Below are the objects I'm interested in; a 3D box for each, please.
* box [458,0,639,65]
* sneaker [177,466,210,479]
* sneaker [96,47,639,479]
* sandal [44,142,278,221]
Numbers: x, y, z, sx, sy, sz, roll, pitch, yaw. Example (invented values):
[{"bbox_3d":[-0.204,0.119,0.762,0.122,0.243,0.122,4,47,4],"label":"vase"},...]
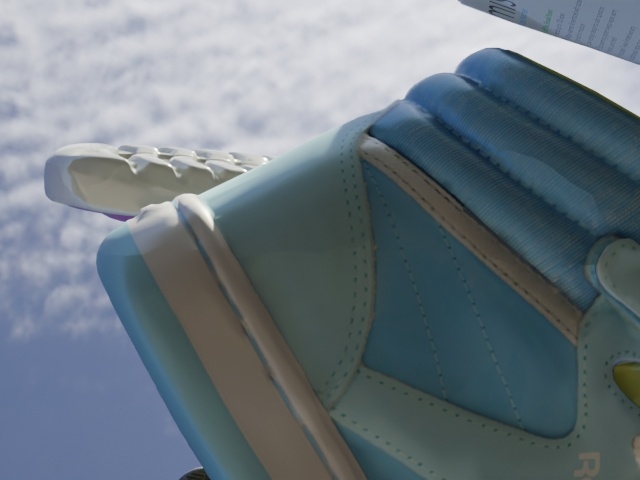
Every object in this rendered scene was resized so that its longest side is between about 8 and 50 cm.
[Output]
[{"bbox_3d":[0.182,-0.150,0.698,0.231,0.262,0.127,20,-96,7],"label":"box"},{"bbox_3d":[0.014,0.273,1.460,0.297,0.129,0.111,26,-84,13],"label":"sneaker"},{"bbox_3d":[0.095,0.080,0.524,0.208,0.127,0.319,-34,-88,-6],"label":"sneaker"},{"bbox_3d":[-0.003,-0.003,1.240,0.416,0.169,0.102,8,-82,-14],"label":"sandal"}]
